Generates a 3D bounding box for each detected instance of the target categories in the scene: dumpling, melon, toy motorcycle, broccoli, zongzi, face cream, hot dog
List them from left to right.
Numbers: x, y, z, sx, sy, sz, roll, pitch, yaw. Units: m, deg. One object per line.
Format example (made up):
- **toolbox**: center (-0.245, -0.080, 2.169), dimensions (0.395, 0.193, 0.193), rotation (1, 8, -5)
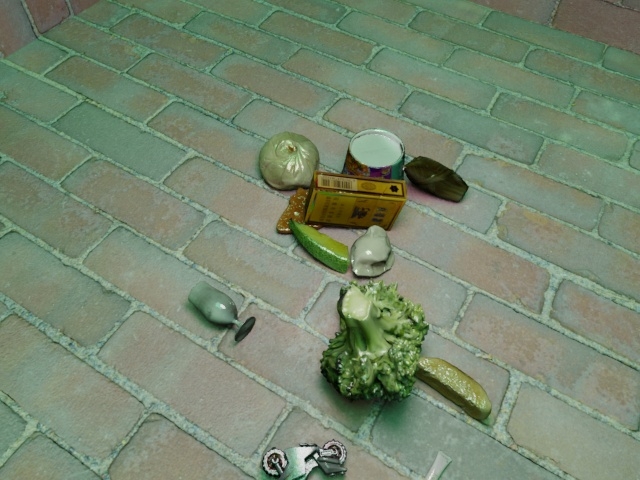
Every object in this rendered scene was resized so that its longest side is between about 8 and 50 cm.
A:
- **toy motorcycle**: center (-0.034, 0.565, 1.273), dimensions (0.216, 0.080, 0.122), rotation (-4, 54, -10)
- **melon**: center (-0.001, 0.000, 1.684), dimensions (0.262, 0.053, 0.114), rotation (36, 47, 11)
- **broccoli**: center (0.144, 0.266, 1.375), dimensions (0.277, 0.317, 0.338), rotation (5, 81, 22)
- **dumpling**: center (0.175, 0.040, 1.654), dimensions (0.150, 0.092, 0.176), rotation (28, 39, -8)
- **face cream**: center (0.290, 0.587, 1.301), dimensions (0.038, 0.020, 0.115), rotation (32, 56, 21)
- **zongzi**: center (0.397, -0.211, 1.770), dimensions (0.221, 0.112, 0.242), rotation (30, 16, 13)
- **hot dog**: center (0.361, 0.390, 1.409), dimensions (0.243, 0.084, 0.073), rotation (33, 56, 21)

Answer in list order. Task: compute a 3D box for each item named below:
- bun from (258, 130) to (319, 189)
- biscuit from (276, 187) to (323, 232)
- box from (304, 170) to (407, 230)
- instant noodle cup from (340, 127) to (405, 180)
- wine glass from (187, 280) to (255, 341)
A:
- **bun**: center (-0.102, -0.299, 1.858), dimensions (0.244, 0.153, 0.243), rotation (4, 53, -5)
- **biscuit**: center (-0.037, -0.104, 1.780), dimensions (0.280, 0.043, 0.183), rotation (-38, 66, -20)
- **box**: center (0.109, -0.126, 1.680), dimensions (0.302, 0.193, 0.084), rotation (5, 59, -9)
- **instant noodle cup**: center (0.190, -0.261, 1.810), dimensions (0.251, 0.190, 0.251), rotation (1, 54, -1)
- **wine glass**: center (-0.294, 0.204, 1.519), dimensions (0.202, 0.093, 0.093), rotation (34, 60, 18)
